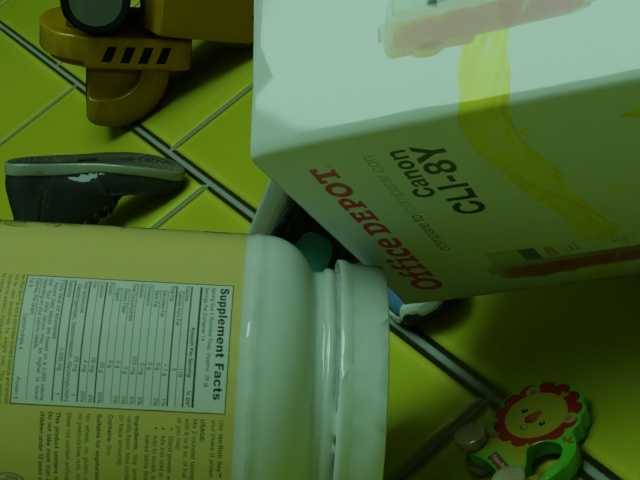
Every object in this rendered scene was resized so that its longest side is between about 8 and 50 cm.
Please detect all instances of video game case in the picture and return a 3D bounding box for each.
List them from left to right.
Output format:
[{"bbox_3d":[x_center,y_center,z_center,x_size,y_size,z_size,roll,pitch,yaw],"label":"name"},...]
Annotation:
[{"bbox_3d":[-0.018,-0.057,1.292,0.183,0.023,0.201,-54,-6,-40],"label":"video game case"}]

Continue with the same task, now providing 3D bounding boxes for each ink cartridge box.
[{"bbox_3d":[0.182,-0.093,0.896,0.385,0.279,0.160,-8,64,23],"label":"ink cartridge box"}]

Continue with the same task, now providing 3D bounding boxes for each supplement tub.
[{"bbox_3d":[-0.127,0.109,0.935,0.331,0.241,0.241,3,32,-3],"label":"supplement tub"}]

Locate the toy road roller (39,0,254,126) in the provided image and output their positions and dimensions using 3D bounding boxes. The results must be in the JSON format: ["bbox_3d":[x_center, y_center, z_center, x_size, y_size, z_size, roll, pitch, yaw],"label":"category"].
[{"bbox_3d":[-0.230,-0.291,1.903,0.330,0.240,0.202,1,26,-11],"label":"toy road roller"}]

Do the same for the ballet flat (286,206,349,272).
[{"bbox_3d":[0.000,0.000,1.279,0.074,0.074,0.203,-2,47,47],"label":"ballet flat"}]

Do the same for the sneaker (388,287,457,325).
[{"bbox_3d":[0.070,-0.001,1.185,0.080,0.081,0.211,-29,30,9],"label":"sneaker"}]

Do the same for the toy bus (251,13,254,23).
[{"bbox_3d":[0.005,-0.296,1.689,0.130,0.108,0.332,-22,30,23],"label":"toy bus"}]

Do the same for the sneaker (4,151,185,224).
[{"bbox_3d":[-0.274,-0.044,1.656,0.222,0.118,0.083,0,15,6],"label":"sneaker"}]

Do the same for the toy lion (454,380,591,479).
[{"bbox_3d":[0.149,0.139,0.937,0.096,0.034,0.100,-30,27,-6],"label":"toy lion"}]
